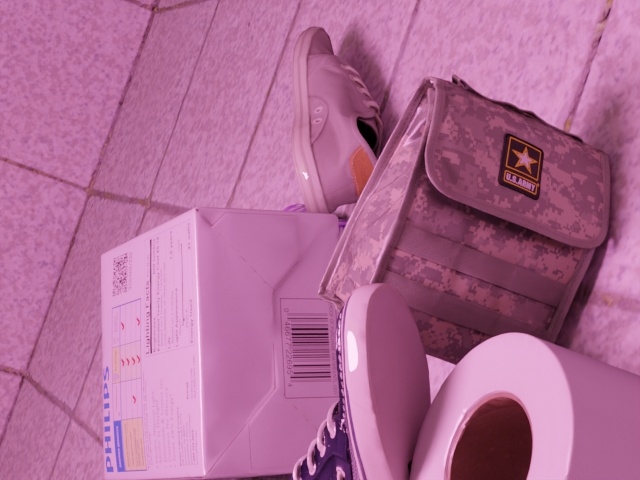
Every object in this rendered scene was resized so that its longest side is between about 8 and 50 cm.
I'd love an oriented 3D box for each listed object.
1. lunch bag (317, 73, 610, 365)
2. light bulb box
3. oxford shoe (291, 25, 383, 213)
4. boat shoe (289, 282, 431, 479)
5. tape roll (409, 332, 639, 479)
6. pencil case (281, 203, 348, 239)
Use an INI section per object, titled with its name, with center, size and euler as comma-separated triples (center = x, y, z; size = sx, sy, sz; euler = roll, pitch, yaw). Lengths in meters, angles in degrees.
[lunch bag]
center = 0.168, -0.014, 1.402
size = 0.287, 0.235, 0.169
euler = -67, 19, 6
[light bulb box]
center = -0.147, 0.161, 1.832
size = 0.361, 0.225, 0.358
euler = -19, 70, 59
[oxford shoe]
center = 0.028, -0.191, 1.975
size = 0.130, 0.169, 0.449
euler = -14, 34, 7
[boat shoe]
center = 0.027, 0.214, 1.319
size = 0.158, 0.127, 0.340
euler = -4, 98, 33
[tape roll]
center = 0.218, 0.225, 1.197
size = 0.246, 0.169, 0.246
euler = -44, 35, 44
[pencil case]
center = 0.000, 0.000, 1.927
size = 0.206, 0.086, 0.088
euler = -151, 51, -66
